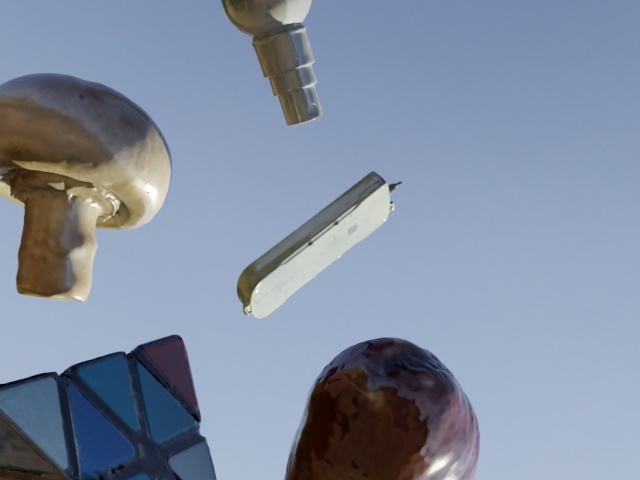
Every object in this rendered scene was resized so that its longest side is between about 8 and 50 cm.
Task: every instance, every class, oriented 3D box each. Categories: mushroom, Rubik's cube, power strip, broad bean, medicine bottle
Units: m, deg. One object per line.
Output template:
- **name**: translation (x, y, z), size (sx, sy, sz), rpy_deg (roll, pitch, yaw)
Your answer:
- **mushroom**: translation (-0.253, -0.058, 1.172), size (0.206, 0.209, 0.206), rpy_deg (34, 3, -2)
- **Rubik's cube**: translation (-0.173, 0.133, 0.884), size (0.284, 0.250, 0.234), rpy_deg (10, -28, 23)
- **power strip**: translation (0.000, 0.000, 1.291), size (0.029, 0.227, 0.080), rpy_deg (44, -20, 24)
- **broad bean**: translation (0.045, 0.176, 0.954), size (0.122, 0.156, 0.228), rpy_deg (41, -45, 38)
- **medicine bottle**: translation (-0.069, -0.308, 1.432), size (0.110, 0.110, 0.351), rpy_deg (-3, -73, 53)
